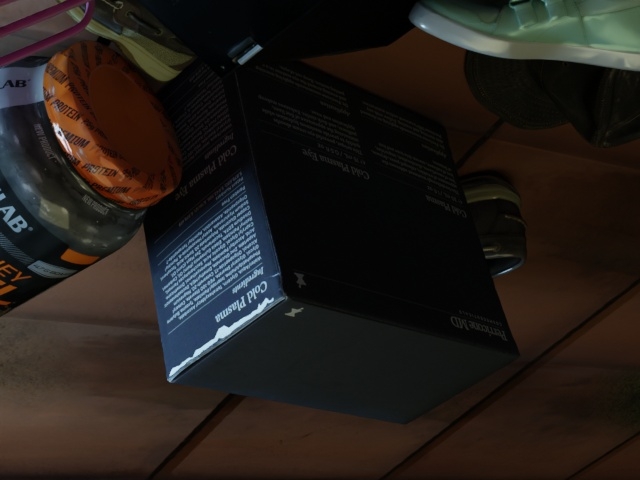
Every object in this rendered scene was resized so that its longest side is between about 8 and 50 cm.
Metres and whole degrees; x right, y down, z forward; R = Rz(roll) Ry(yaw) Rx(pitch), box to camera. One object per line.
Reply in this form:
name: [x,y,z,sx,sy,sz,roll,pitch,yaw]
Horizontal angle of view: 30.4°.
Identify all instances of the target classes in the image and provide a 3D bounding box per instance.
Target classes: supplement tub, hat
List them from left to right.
supplement tub: [-0.315,-0.041,1.141,0.338,0.207,0.207,-29,146,21]
hat: [0.327,-0.188,1.247,0.331,0.134,0.331,-11,149,-7]

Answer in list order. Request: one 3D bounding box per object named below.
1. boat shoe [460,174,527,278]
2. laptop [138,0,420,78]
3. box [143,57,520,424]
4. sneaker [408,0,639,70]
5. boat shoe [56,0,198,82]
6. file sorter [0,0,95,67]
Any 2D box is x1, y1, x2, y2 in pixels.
boat shoe: [0.101,0.041,1.515,0.355,0.130,0.132,-27,146,19]
laptop: [0.030,-0.325,0.965,0.408,0.236,0.382,41,132,-21]
box: [0.000,0.000,1.235,0.343,0.312,0.179,18,136,-41]
sneaker: [0.211,-0.245,1.086,0.256,0.094,0.151,3,112,-12]
boat shoe: [-0.173,-0.218,1.050,0.073,0.080,0.223,-30,151,13]
file sorter: [-0.213,-0.237,0.738,0.202,0.182,0.291,-33,-178,-31]
